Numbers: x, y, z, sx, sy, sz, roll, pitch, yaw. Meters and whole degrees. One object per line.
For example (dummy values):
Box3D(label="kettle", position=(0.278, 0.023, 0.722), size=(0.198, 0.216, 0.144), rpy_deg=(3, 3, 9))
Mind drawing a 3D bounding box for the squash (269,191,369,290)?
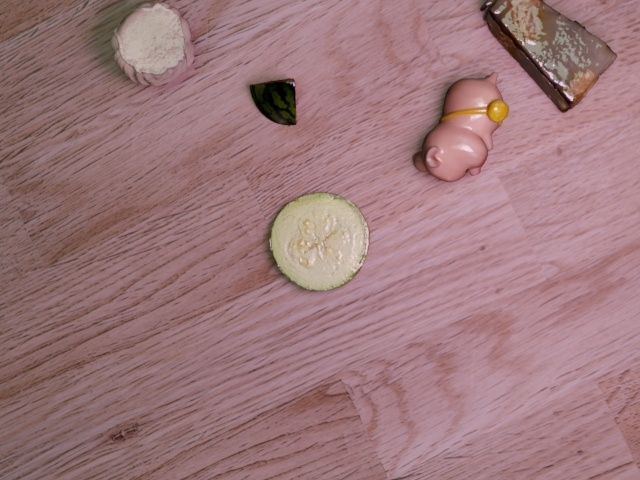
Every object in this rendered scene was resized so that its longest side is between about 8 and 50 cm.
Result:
Box3D(label="squash", position=(0.000, 0.000, 1.808), size=(0.219, 0.041, 0.219), rpy_deg=(0, 91, 3))

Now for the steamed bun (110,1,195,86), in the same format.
Box3D(label="steamed bun", position=(-0.355, -0.419, 1.790), size=(0.183, 0.106, 0.183), rpy_deg=(0, 93, 0))

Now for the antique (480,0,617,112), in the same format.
Box3D(label="antique", position=(0.459, -0.415, 1.727), size=(0.284, 0.125, 0.150), rpy_deg=(42, 92, 1))

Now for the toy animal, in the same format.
Box3D(label="toy animal", position=(0.305, -0.237, 1.728), size=(0.149, 0.165, 0.248), rpy_deg=(32, 87, 7))

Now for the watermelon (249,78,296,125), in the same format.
Box3D(label="watermelon", position=(-0.093, -0.324, 1.799), size=(0.135, 0.125, 0.094), rpy_deg=(27, 62, 20))
